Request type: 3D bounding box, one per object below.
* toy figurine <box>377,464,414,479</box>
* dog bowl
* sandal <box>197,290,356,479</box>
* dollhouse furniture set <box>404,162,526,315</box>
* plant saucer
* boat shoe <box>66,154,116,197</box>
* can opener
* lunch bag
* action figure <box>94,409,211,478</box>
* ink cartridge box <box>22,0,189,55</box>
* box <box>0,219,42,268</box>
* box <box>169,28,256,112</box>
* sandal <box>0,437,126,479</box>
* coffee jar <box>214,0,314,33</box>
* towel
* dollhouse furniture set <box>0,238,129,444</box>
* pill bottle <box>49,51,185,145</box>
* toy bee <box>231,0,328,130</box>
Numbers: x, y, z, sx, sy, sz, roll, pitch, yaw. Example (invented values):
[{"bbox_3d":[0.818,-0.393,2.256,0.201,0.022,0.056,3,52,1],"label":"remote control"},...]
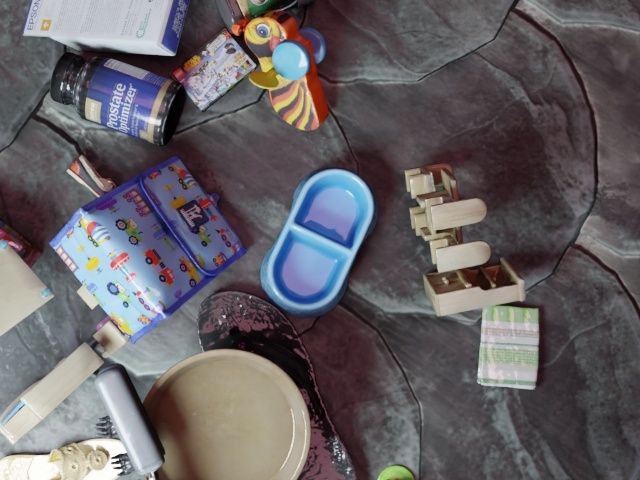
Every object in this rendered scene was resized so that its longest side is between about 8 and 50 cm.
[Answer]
[{"bbox_3d":[0.125,0.489,1.367,0.130,0.159,0.173,23,83,-1],"label":"toy figurine"},{"bbox_3d":[0.000,0.000,1.449,0.165,0.074,0.297,25,85,0],"label":"dog bowl"},{"bbox_3d":[-0.069,0.278,1.402,0.167,0.107,0.446,-31,87,-5],"label":"sandal"},{"bbox_3d":[0.261,-0.007,1.400,0.161,0.212,0.242,-11,112,-2],"label":"dollhouse furniture set"},{"bbox_3d":[-0.154,0.308,1.263,0.277,0.041,0.278,-1,94,-7],"label":"plant saucer"},{"bbox_3d":[-0.405,-0.102,1.453,0.137,0.049,0.043,39,82,6],"label":"boat shoe"},{"bbox_3d":[-0.285,0.331,1.189,0.095,0.076,0.284,-25,95,-9],"label":"can opener"},{"bbox_3d":[-0.273,-0.003,1.373,0.221,0.138,0.293,51,43,-4],"label":"lunch bag"},{"bbox_3d":[-0.244,0.331,1.338,0.275,0.141,0.164,-18,88,21],"label":"action figure"},{"bbox_3d":[-0.371,-0.509,1.456,0.330,0.071,0.324,11,84,28],"label":"ink cartridge box"},{"bbox_3d":[-0.633,0.077,1.386,0.128,0.122,0.257,37,84,0],"label":"box"},{"bbox_3d":[-0.202,-0.321,1.492,0.137,0.027,0.094,-40,89,-6],"label":"box"},{"bbox_3d":[-0.457,0.404,1.386,0.240,0.079,0.088,-5,85,-3],"label":"sandal"},{"bbox_3d":[-0.106,-0.464,1.483,0.184,0.079,0.096,-24,94,-5],"label":"coffee jar"},{"bbox_3d":[0.353,0.198,1.477,0.113,0.023,0.152,6,82,-4],"label":"towel"},{"bbox_3d":[-0.515,0.138,1.338,0.303,0.198,0.286,48,49,-5],"label":"dollhouse furniture set"},{"bbox_3d":[-0.368,-0.262,1.431,0.219,0.123,0.123,19,84,-1],"label":"pill bottle"},{"bbox_3d":[-0.072,-0.353,1.433,0.162,0.195,0.298,8,103,23],"label":"toy bee"}]
